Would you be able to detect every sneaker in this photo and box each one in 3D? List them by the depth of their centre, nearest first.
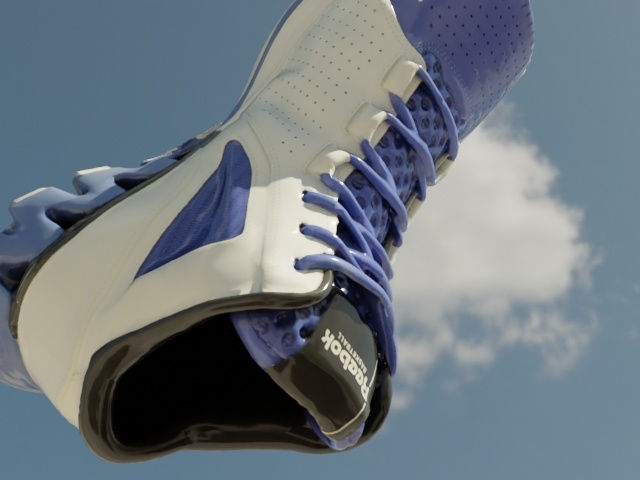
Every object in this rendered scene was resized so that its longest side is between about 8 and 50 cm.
[{"bbox_3d":[-0.001,0.001,0.556,0.315,0.182,0.127,-38,-48,-12],"label":"sneaker"}]
